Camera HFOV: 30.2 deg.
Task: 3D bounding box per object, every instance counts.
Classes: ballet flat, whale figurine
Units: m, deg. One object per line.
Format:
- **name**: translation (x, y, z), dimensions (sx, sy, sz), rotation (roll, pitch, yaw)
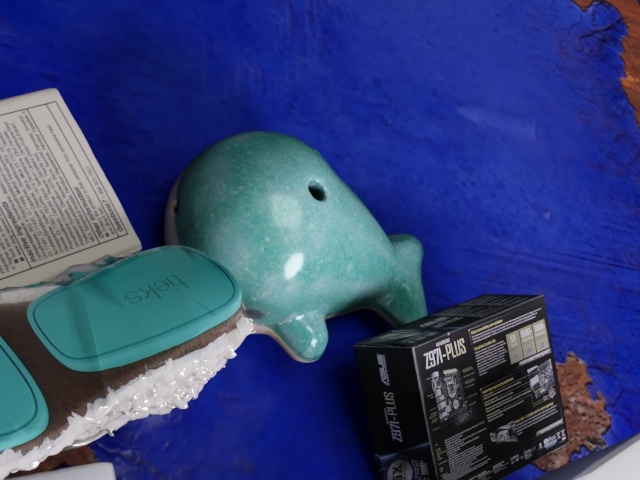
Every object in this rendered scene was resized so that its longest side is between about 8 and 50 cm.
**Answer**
- **ballet flat**: translation (-0.201, 0.103, 0.748), dimensions (0.409, 0.147, 0.147), rotation (-11, 71, -51)
- **whale figurine**: translation (0.000, 0.000, 1.050), dimensions (0.272, 0.141, 0.216), rotation (19, 55, -28)

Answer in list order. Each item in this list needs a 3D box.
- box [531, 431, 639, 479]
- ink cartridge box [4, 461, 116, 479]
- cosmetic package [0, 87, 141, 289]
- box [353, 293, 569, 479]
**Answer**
- **box**: translation (0.241, 0.362, 0.960), dimensions (0.168, 0.215, 0.345), rotation (-19, 76, -40)
- **ink cartridge box**: translation (-0.259, 0.322, 0.714), dimensions (0.330, 0.071, 0.324), rotation (-7, 68, -20)
- **cosmetic package**: translation (-0.300, 0.011, 0.842), dimensions (0.296, 0.129, 0.153), rotation (-21, 79, -41)
- **box**: translation (0.130, 0.140, 1.069), dimensions (0.180, 0.077, 0.147), rotation (-17, 100, -40)
